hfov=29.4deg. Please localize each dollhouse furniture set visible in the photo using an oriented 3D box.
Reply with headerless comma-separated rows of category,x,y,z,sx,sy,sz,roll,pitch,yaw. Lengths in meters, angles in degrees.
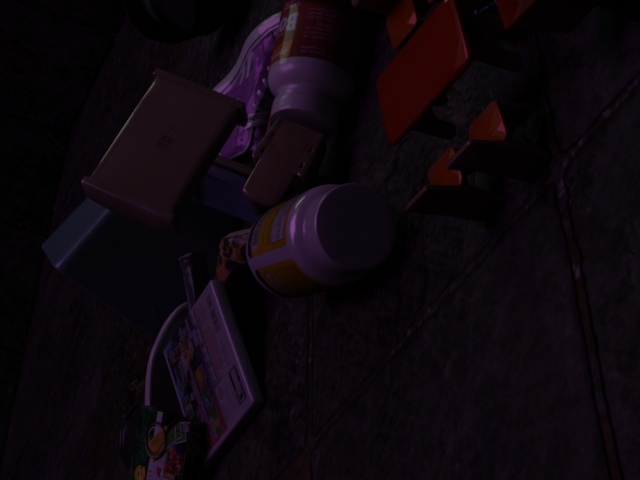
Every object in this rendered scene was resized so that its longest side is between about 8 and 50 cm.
dollhouse furniture set,0.123,-0.188,1.133,0.259,0.135,0.262,-48,47,49
dollhouse furniture set,-0.153,-0.043,1.705,0.198,0.286,0.303,-61,-16,-22

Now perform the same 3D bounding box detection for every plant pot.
plant pot,-0.276,-0.003,2.006,0.252,0.247,0.248,-54,19,-4

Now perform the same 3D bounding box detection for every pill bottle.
pill bottle,0.000,0.000,1.422,0.208,0.119,0.119,-19,54,66
pill bottle,-0.005,-0.251,1.663,0.121,0.121,0.216,-35,41,60

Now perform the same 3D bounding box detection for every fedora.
fedora,-0.234,-0.530,2.424,0.152,0.334,0.334,36,109,38

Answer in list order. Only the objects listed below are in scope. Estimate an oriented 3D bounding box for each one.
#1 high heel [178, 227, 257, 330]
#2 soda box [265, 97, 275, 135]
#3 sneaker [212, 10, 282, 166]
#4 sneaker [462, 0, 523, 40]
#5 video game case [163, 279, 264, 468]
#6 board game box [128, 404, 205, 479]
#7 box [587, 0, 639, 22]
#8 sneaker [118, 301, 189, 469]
high heel,-0.103,0.084,1.741,0.261,0.093,0.186,-22,77,46
soda box,-0.046,-0.168,1.801,0.060,0.053,0.168,-28,46,63
sneaker,-0.079,-0.222,1.919,0.282,0.102,0.161,-49,48,35
sneaker,0.177,-0.297,1.274,0.121,0.079,0.216,-52,28,40
video game case,-0.152,0.188,1.706,0.183,0.023,0.201,-53,48,41
board game box,-0.232,0.373,1.730,0.136,0.030,0.259,5,84,52
box,0.274,-0.339,1.019,0.184,0.103,0.261,124,156,-45
sneaker,-0.247,0.238,1.887,0.147,0.105,0.295,-9,68,63
